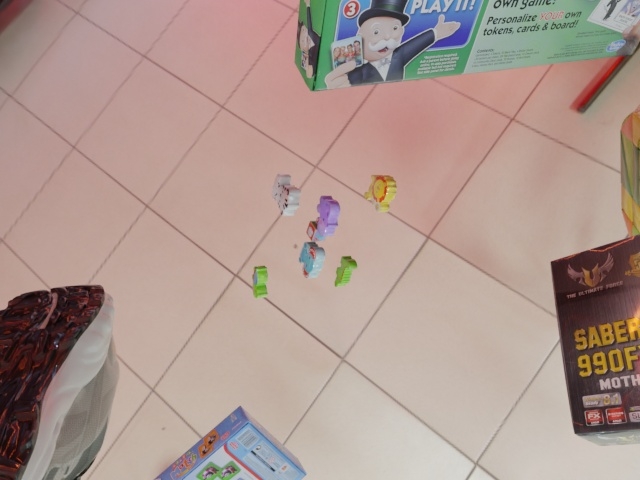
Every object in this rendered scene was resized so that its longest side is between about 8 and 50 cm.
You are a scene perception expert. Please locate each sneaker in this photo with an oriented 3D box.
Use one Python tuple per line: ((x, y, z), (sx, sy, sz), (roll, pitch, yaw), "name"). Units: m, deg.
((-0.181, 0.133, 0.304), (0.100, 0.272, 0.108), (-6, 116, 4), "sneaker")

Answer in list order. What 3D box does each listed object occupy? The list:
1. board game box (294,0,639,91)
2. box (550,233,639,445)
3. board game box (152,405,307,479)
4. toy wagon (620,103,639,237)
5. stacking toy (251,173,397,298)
((0.145, -0.221, 0.354), (0.317, 0.214, 0.046), (-12, 51, -19), "board game box")
((0.332, 0.073, 0.447), (0.231, 0.056, 0.183), (-25, 47, 42), "box")
((-0.142, 0.341, 0.691), (0.211, 0.160, 0.039), (-39, 35, -9), "board game box")
((0.517, -0.029, 0.762), (0.068, 0.345, 0.267), (-11, 33, 15), "toy wagon")
((0.000, 0.000, 0.741), (0.166, 0.221, 0.052), (-3, 41, -28), "stacking toy")
